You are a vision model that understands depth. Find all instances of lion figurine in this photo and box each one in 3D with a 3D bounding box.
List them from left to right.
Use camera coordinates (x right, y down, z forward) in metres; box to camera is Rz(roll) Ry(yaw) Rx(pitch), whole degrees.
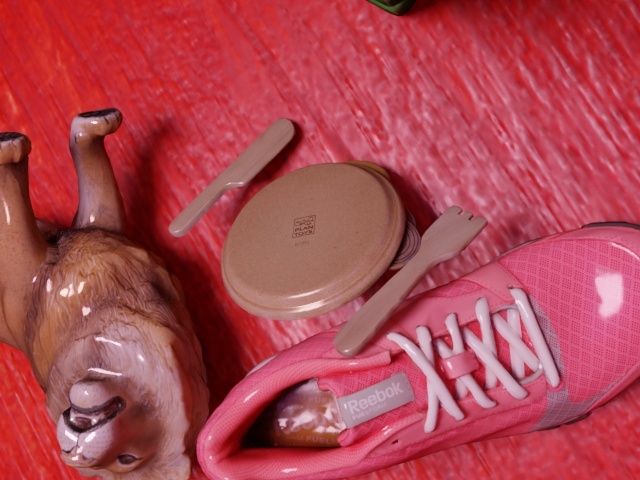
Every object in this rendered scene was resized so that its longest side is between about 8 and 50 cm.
[{"bbox_3d":[-0.244,0.025,0.645,0.392,0.142,0.240,13,117,33],"label":"lion figurine"}]

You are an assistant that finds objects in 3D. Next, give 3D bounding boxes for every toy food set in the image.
[{"bbox_3d":[0.000,0.000,0.561,0.132,0.038,0.192,-45,46,-14],"label":"toy food set"}]

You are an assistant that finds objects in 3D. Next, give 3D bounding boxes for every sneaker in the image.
[{"bbox_3d":[0.066,0.086,0.522,0.314,0.136,0.116,-25,82,17],"label":"sneaker"}]

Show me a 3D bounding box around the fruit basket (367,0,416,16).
[{"bbox_3d":[-0.036,-0.316,0.438,0.392,0.392,0.283,45,104,14],"label":"fruit basket"}]
